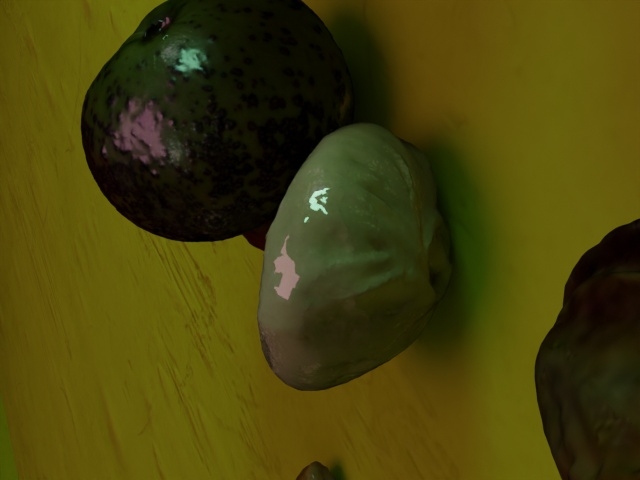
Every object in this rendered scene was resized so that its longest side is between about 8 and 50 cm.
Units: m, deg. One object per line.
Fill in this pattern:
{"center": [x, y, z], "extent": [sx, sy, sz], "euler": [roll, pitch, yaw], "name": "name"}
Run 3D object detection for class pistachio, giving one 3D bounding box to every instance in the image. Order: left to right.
{"center": [0.149, 0.070, 0.369], "extent": [0.210, 0.131, 0.165], "euler": [-152, 53, -78], "name": "pistachio"}

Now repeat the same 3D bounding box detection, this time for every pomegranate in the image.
{"center": [-0.063, -0.068, 0.733], "extent": [0.214, 0.214, 0.247], "euler": [36, 158, 58], "name": "pomegranate"}

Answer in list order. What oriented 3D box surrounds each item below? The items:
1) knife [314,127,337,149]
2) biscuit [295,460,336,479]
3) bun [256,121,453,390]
{"center": [-0.003, 0.004, 0.711], "extent": [0.021, 0.045, 0.222], "euler": [30, 148, 18], "name": "knife"}
{"center": [0.027, 0.334, 0.736], "extent": [0.299, 0.045, 0.154], "euler": [-118, 34, -41], "name": "biscuit"}
{"center": [0.032, 0.018, 0.610], "extent": [0.183, 0.102, 0.183], "euler": [17, -90, -76], "name": "bun"}
